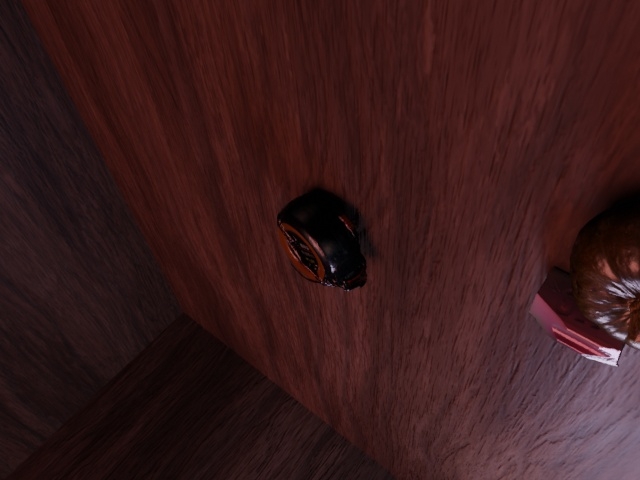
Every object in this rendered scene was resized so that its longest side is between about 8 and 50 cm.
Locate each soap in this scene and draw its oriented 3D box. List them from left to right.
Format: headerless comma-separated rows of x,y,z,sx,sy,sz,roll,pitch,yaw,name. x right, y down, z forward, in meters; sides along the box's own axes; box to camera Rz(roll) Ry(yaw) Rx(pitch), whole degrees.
0.408,0.121,0.802,0.149,0.100,0.056,31,150,26,soap

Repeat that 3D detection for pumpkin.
0.416,0.057,0.643,0.218,0.162,0.219,32,153,18,pumpkin

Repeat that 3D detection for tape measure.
0.000,0.000,1.167,0.202,0.135,0.223,17,140,59,tape measure
